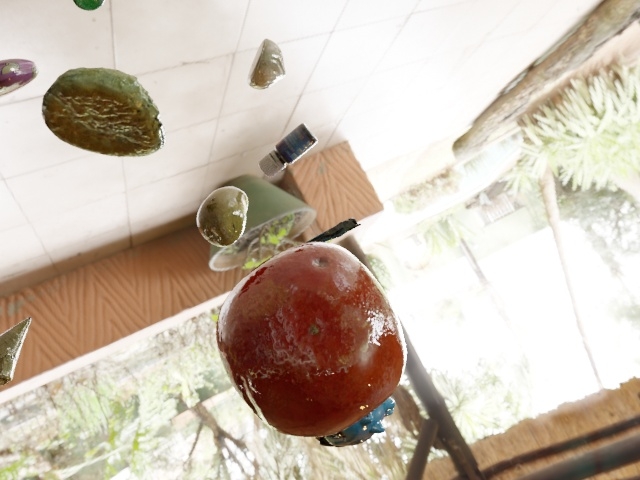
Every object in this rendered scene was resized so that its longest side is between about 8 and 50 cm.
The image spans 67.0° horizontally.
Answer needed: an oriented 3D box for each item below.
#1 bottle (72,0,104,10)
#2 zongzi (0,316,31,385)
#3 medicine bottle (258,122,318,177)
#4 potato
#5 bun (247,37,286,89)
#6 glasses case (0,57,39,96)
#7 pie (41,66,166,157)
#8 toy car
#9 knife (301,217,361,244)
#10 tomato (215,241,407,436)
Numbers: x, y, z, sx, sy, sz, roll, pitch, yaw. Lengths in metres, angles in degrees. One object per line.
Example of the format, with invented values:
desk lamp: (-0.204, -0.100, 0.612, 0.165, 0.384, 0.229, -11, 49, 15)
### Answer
bottle: (-0.685, -0.753, 1.305, 0.093, 0.330, 0.093, -30, 159, -13)
zongzi: (-0.946, 0.342, 1.490, 0.176, 0.160, 0.078, -37, 150, -20)
medicine bottle: (-0.108, -0.291, 1.578, 0.203, 0.083, 0.083, -39, 170, 12)
potato: (-0.284, -0.082, 1.458, 0.157, 0.157, 0.193, -37, -160, 48)
bun: (-0.141, -0.480, 1.343, 0.094, 0.138, 0.138, 17, 152, -21)
glasses case: (-0.807, -0.363, 1.144, 0.317, 0.075, 0.123, -9, -154, 22)
pie: (-0.566, -0.322, 1.270, 0.324, 0.070, 0.323, -4, 152, -2)
toy car: (0.078, 0.382, 1.133, 0.190, 0.188, 0.255, 3, 149, 8)
knife: (-0.001, 0.000, 1.617, 0.297, 0.044, 0.026, -29, 164, 15)
tomato: (-0.008, 0.150, 0.784, 0.339, 0.338, 0.143, -26, 165, -14)
